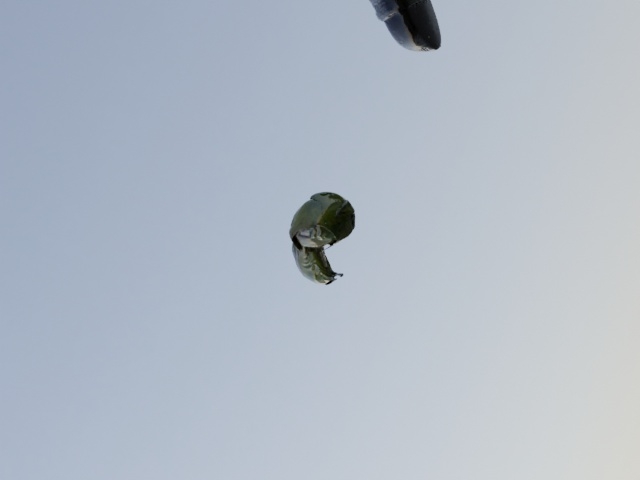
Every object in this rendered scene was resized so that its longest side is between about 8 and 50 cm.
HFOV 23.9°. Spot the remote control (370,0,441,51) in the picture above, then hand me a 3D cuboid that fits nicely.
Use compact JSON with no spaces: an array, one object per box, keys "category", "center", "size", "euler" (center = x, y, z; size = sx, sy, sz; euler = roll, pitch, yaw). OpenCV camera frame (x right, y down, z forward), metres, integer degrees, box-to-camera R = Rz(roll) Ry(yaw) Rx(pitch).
[{"category":"remote control","center":[0.036,-0.287,1.357],"size":[0.090,0.066,0.266],"euler":[-28,-83,-59]}]

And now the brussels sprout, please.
[{"category":"brussels sprout","center":[-0.001,0.001,1.202],"size":[0.046,0.051,0.083],"euler":[-83,4,-55]}]
